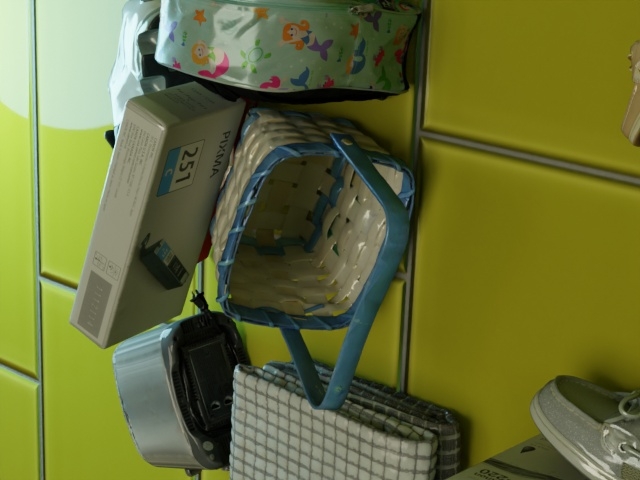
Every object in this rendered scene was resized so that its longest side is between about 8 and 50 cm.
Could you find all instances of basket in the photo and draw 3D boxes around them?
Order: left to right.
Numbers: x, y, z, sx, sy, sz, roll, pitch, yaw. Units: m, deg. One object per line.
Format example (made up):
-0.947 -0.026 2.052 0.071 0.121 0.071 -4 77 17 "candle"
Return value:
0.000 0.000 1.521 0.289 0.201 0.254 -112 37 -50 "basket"

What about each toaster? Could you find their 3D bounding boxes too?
-0.172 0.185 1.801 0.146 0.129 0.227 -17 91 46 "toaster"

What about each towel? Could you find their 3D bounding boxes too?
0.027 0.275 1.654 0.284 0.121 0.235 19 115 36 "towel"

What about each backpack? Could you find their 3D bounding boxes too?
-0.040 -0.231 1.480 0.225 0.253 0.191 21 115 38 "backpack"

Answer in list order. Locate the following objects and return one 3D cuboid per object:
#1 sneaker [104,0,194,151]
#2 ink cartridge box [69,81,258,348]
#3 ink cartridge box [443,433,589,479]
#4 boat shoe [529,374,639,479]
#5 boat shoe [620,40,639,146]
-0.198 -0.142 1.760 0.146 0.122 0.330 35 126 52 "sneaker"
-0.149 -0.046 1.631 0.066 0.261 0.296 34 123 22 "ink cartridge box"
0.225 0.274 1.400 0.159 0.218 0.092 17 112 38 "ink cartridge box"
0.349 0.203 1.346 0.320 0.118 0.103 30 114 29 "boat shoe"
0.314 -0.170 1.311 0.059 0.063 0.170 37 114 33 "boat shoe"
